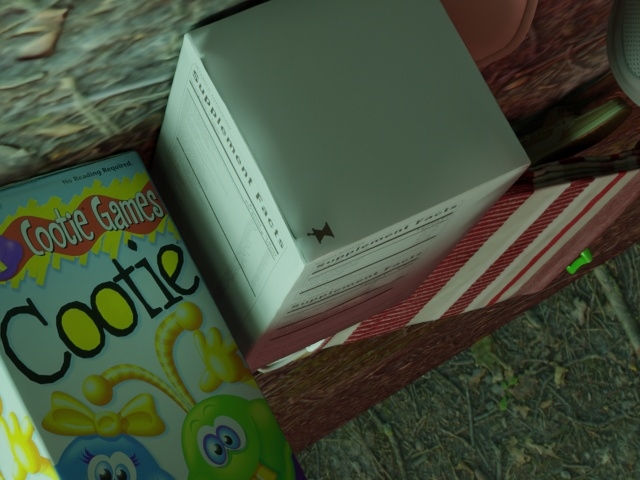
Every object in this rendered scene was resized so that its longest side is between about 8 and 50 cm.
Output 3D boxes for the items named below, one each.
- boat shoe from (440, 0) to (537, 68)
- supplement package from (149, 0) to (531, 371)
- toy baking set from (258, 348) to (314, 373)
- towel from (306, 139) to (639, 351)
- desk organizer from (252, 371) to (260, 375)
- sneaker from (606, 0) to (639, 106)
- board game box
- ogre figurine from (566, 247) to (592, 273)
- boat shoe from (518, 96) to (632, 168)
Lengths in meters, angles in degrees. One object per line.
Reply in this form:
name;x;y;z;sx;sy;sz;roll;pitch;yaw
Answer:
boat shoe;0.075;-0.131;0.868;0.206;0.075;0.065;118;-9;-61
supplement package;-0.003;-0.033;0.846;0.133;0.139;0.244;-24;169;-18
toy baking set;0.026;0.088;1.509;0.196;0.030;0.256;-28;170;-3
towel;0.157;0.003;1.402;0.329;0.037;0.237;-12;152;-41
desk organizer;-0.052;0.106;1.638;0.130;0.047;0.050;-36;170;33
sneaker;0.211;-0.170;0.790;0.210;0.137;0.366;-22;162;-31
board game box;-0.125;0.114;0.841;0.142;0.275;0.144;-20;167;-40
ogre figurine;0.292;0.001;1.918;0.197;0.097;0.118;-9;172;-32
boat shoe;0.220;-0.099;1.378;0.135;0.045;0.050;-31;163;20
